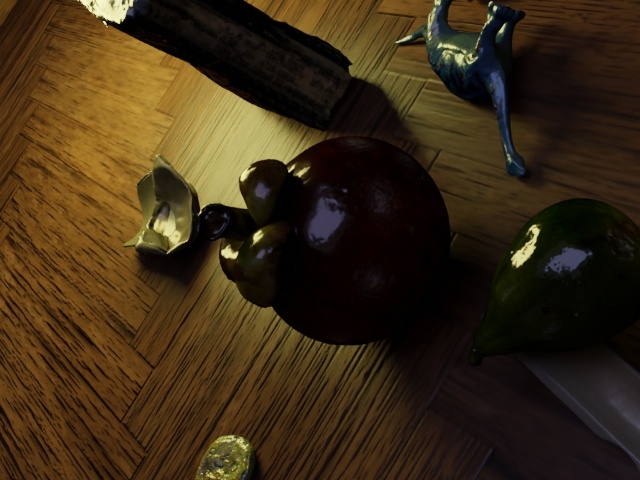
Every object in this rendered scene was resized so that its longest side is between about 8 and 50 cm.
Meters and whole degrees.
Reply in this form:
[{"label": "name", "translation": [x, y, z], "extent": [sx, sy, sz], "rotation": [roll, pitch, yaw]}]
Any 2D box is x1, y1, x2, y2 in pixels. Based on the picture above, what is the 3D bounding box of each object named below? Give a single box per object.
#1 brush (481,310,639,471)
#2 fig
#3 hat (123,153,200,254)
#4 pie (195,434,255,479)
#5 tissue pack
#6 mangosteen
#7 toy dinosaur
[{"label": "brush", "translation": [0.246, 0.141, 0.610], "extent": [0.060, 0.050, 0.321], "rotation": [-46, 43, 5]}, {"label": "fig", "translation": [0.176, 0.044, 0.629], "extent": [0.177, 0.117, 0.117], "rotation": [-37, 44, 24]}, {"label": "hat", "translation": [-0.232, -0.041, 1.178], "extent": [0.175, 0.085, 0.147], "rotation": [-13, 64, 65]}, {"label": "pie", "translation": [-0.105, 0.258, 0.883], "extent": [0.084, 0.021, 0.084], "rotation": [-23, 47, 27]}, {"label": "tissue pack", "translation": [-0.143, -0.275, 1.037], "extent": [0.245, 0.332, 0.123], "rotation": [37, 100, 48]}, {"label": "mangosteen", "translation": [0.000, 0.000, 0.776], "extent": [0.215, 0.257, 0.215], "rotation": [-2, 87, 56]}, {"label": "toy dinosaur", "translation": [0.174, -0.215, 0.888], "extent": [0.329, 0.076, 0.144], "rotation": [61, 141, 45]}]
